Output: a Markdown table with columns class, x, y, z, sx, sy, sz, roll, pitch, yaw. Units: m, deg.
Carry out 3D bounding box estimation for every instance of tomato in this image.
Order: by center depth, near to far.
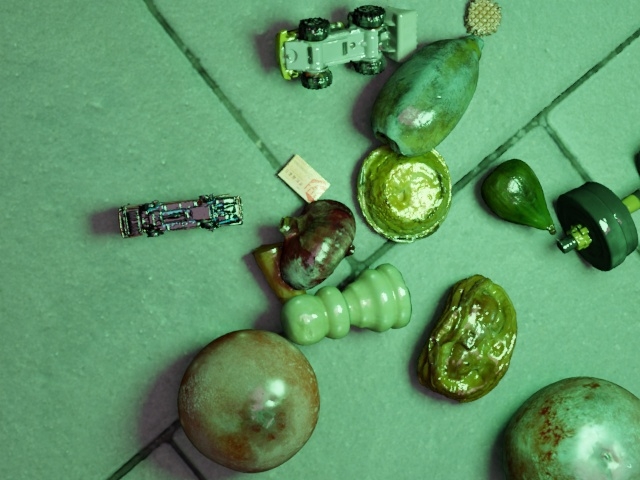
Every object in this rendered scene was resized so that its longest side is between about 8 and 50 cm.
| class | x | y | z | sx | sy | sz | roll | pitch | yaw |
| --- | --- | --- | --- | --- | --- | --- | --- | --- | --- |
| tomato | -0.128 | 0.300 | 1.772 | 0.270 | 0.227 | 0.270 | 0 | 92 | -12 |
| tomato | 0.518 | 0.429 | 1.866 | 0.317 | 0.282 | 0.316 | 0 | 80 | -2 |

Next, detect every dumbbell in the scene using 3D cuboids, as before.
| class | x | y | z | sx | sy | sz | roll | pitch | yaw |
| --- | --- | --- | --- | --- | --- | --- | --- | --- | --- |
| dumbbell | 0.645 | -0.083 | 1.925 | 0.388 | 0.185 | 0.185 | -30 | 95 | -9 |

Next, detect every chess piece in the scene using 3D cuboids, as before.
| class | x | y | z | sx | sy | sz | roll | pitch | yaw |
| --- | --- | --- | --- | --- | --- | --- | --- | --- | --- |
| chess piece | 0.041 | 0.134 | 1.824 | 0.243 | 0.133 | 0.133 | -14 | 93 | -21 |

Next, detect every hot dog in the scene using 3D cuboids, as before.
| class | x | y | z | sx | sy | sz | roll | pitch | yaw |
| --- | --- | --- | --- | --- | --- | --- | --- | --- | --- |
| hot dog | 0.301 | 0.196 | 1.901 | 0.175 | 0.114 | 0.259 | 24 | 87 | -10 |

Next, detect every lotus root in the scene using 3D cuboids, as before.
| class | x | y | z | sx | sy | sz | roll | pitch | yaw |
| --- | --- | --- | --- | --- | --- | --- | --- | --- | --- |
| lotus root | 0.224 | -0.305 | 1.856 | 0.158 | 0.140 | 0.322 | 30 | 71 | 24 |

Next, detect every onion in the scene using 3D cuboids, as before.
| class | x | y | z | sx | sy | sz | roll | pitch | yaw |
| --- | --- | --- | --- | --- | --- | --- | --- | --- | --- |
| onion | 0.000 | 0.000 | 1.821 | 0.151 | 0.098 | 0.206 | 40 | 64 | -32 |

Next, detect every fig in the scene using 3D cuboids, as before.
| class | x | y | z | sx | sy | sz | roll | pitch | yaw |
| --- | --- | --- | --- | --- | --- | --- | --- | --- | --- |
| fig | 0.407 | -0.077 | 1.917 | 0.117 | 0.117 | 0.177 | -44 | 93 | -7 |

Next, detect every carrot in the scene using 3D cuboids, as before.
| class | x | y | z | sx | sy | sz | roll | pitch | yaw |
| --- | --- | --- | --- | --- | --- | --- | --- | --- | --- |
| carrot | -0.060 | 0.098 | 1.868 | 0.072 | 0.072 | 0.205 | -29 | 103 | -8 |

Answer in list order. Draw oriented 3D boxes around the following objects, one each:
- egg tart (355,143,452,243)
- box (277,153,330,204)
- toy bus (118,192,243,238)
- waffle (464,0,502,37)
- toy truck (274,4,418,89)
| class | x | y | z | sx | sy | sz | roll | pitch | yaw |
| --- | --- | --- | --- | --- | --- | --- | --- | --- | --- |
| egg tart | 0.173 | -0.100 | 1.893 | 0.212 | 0.090 | 0.212 | -1 | 94 | -8 |
| box | -0.033 | -0.120 | 1.890 | 0.093 | 0.015 | 0.058 | 42 | 85 | -7 |
| toy bus | -0.266 | -0.048 | 1.810 | 0.235 | 0.096 | 0.073 | -5 | 92 | -10 |
| waffle | 0.333 | -0.457 | 1.943 | 0.075 | 0.029 | 0.083 | 4 | 93 | -7 |
| toy truck | 0.049 | -0.388 | 1.853 | 0.286 | 0.111 | 0.136 | -14 | 124 | -18 |
